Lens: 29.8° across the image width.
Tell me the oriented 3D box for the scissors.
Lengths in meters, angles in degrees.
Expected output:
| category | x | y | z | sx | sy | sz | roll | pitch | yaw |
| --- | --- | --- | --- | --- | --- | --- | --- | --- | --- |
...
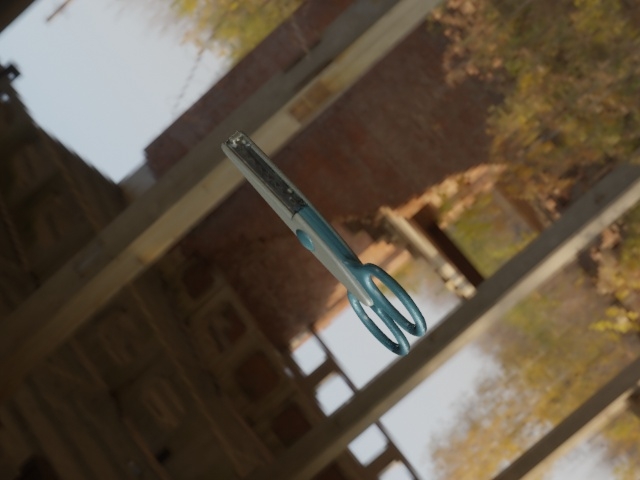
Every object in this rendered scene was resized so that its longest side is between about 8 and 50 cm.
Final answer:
| category | x | y | z | sx | sy | sz | roll | pitch | yaw |
| --- | --- | --- | --- | --- | --- | --- | --- | --- | --- |
| scissors | 0.000 | 0.000 | 0.509 | 0.119 | 0.014 | 0.058 | 48 | 160 | 10 |
